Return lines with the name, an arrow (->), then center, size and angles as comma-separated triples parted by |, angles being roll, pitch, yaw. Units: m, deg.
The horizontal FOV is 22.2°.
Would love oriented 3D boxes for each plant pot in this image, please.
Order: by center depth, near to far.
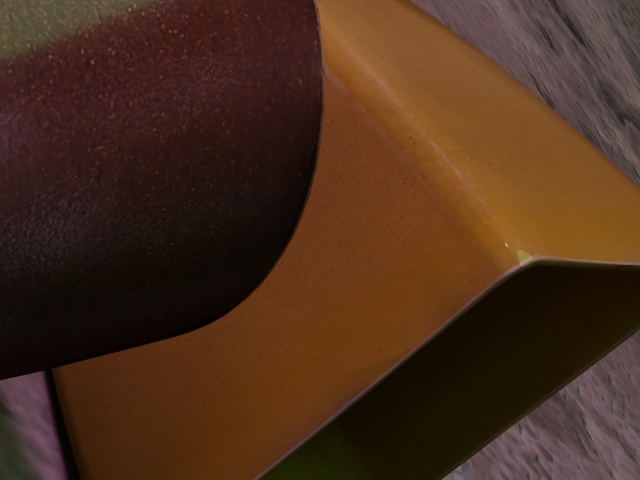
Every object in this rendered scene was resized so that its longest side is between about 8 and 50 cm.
plant pot -> -0.153, -0.038, 0.469 | 0.230, 0.215, 0.215 | -24, 86, -48
plant pot -> 0.000, 0.000, 0.690 | 0.187, 0.212, 0.212 | 57, 24, 19

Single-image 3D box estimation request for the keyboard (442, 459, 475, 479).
keyboard -> 0.043, 0.025, 0.927 | 0.072, 0.014, 0.256 | 30, 41, -46
